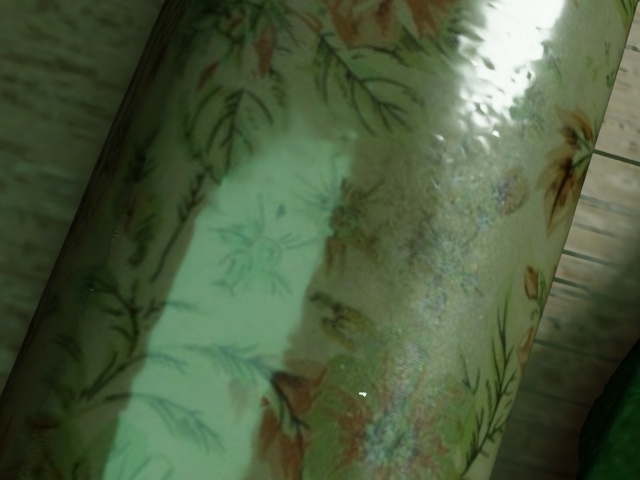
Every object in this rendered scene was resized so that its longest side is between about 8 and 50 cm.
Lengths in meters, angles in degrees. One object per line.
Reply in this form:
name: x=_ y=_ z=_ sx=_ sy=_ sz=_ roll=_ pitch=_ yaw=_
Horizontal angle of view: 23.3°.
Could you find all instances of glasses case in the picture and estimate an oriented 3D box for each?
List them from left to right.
glasses case: x=0.000 y=0.000 z=0.520 sx=0.156 sy=0.098 sz=0.425 roll=25 pitch=74 yaw=-16

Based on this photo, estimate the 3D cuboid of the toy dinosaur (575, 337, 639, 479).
toy dinosaur: x=0.133 y=0.007 z=0.540 sx=0.447 sy=0.087 sz=0.301 roll=-21 pitch=92 yaw=-36
